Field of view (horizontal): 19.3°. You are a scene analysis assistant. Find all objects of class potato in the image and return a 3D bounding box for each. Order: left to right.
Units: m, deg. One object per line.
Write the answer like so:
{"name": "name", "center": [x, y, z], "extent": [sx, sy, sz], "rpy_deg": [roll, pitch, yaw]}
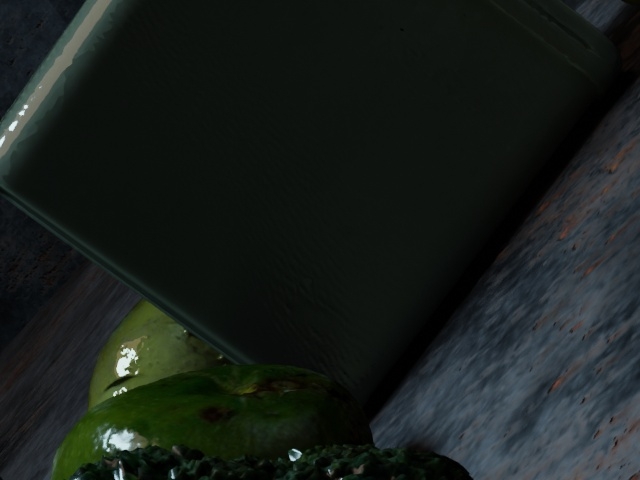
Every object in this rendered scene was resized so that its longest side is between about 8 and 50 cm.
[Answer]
{"name": "potato", "center": [-0.105, 0.102, 1.646], "extent": [0.248, 0.143, 0.169], "rpy_deg": [-48, 1, -42]}

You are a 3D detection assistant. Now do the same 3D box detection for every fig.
{"name": "fig", "center": [-0.067, 0.203, 1.172], "extent": [0.203, 0.203, 0.235], "rpy_deg": [-120, 30, -79]}

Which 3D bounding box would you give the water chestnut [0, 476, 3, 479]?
{"name": "water chestnut", "center": [-0.355, 0.335, 1.621], "extent": [0.302, 0.350, 0.350], "rpy_deg": [3, -40, -48]}

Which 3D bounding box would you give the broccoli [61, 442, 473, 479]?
{"name": "broccoli", "center": [-0.021, 0.207, 0.622], "extent": [0.297, 0.298, 0.297], "rpy_deg": [-55, -10, -22]}

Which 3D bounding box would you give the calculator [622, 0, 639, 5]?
{"name": "calculator", "center": [0.319, -0.260, 1.374], "extent": [0.236, 0.033, 0.157], "rpy_deg": [-49, 9, -5]}

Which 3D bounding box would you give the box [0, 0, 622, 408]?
{"name": "box", "center": [-0.023, -0.093, 1.386], "extent": [0.343, 0.352, 0.177], "rpy_deg": [-55, 10, -6]}
